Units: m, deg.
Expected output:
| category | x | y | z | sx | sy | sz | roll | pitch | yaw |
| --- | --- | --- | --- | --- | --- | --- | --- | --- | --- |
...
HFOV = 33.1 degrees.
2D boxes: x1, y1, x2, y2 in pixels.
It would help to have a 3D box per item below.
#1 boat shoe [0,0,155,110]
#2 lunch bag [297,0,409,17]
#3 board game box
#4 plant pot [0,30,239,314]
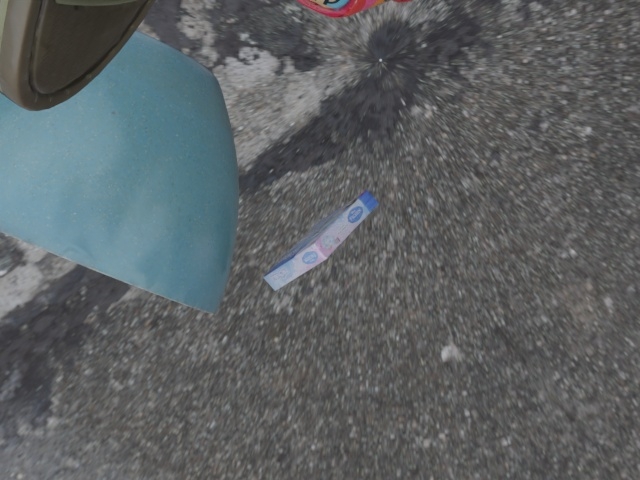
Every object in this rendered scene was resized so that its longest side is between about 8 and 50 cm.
| category | x | y | z | sx | sy | sz | roll | pitch | yaw |
| --- | --- | --- | --- | --- | --- | --- | --- | --- | --- |
| boat shoe | -0.091 | -0.201 | 0.407 | 0.104 | 0.111 | 0.307 | 31 | 118 | 10 |
| lunch bag | -0.003 | -0.328 | 0.736 | 0.293 | 0.120 | 0.258 | 50 | 140 | 25 |
| board game box | 0.000 | 0.000 | 0.985 | 0.020 | 0.090 | 0.090 | 49 | 140 | -7 |
| plant pot | -0.188 | -0.079 | 0.944 | 0.290 | 0.290 | 0.195 | 23 | 86 | -1 |
